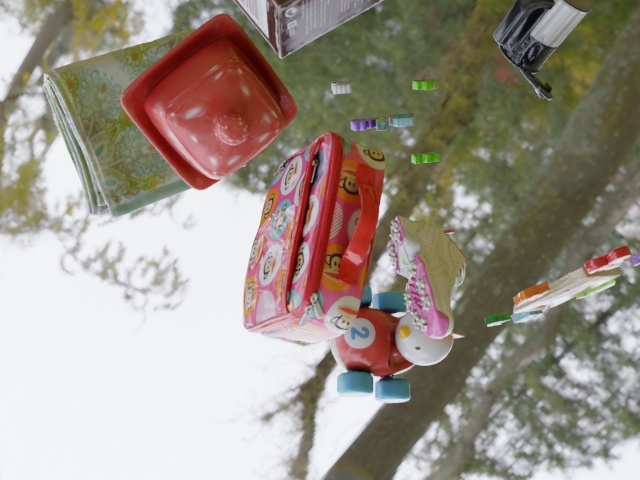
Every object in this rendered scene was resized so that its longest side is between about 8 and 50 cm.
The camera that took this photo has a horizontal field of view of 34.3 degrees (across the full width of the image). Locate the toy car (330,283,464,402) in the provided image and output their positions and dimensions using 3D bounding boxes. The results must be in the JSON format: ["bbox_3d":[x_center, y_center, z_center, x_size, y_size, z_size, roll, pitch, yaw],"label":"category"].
[{"bbox_3d":[0.163,0.187,2.014,0.210,0.238,0.219,17,-114,-42],"label":"toy car"}]

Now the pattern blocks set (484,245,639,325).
[{"bbox_3d":[0.457,0.085,1.912,0.285,0.325,0.026,5,-119,-55],"label":"pattern blocks set"}]

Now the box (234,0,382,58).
[{"bbox_3d":[0.038,-0.468,1.608,0.191,0.381,0.143,53,165,20],"label":"box"}]

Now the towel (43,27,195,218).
[{"bbox_3d":[-0.357,-0.243,2.142,0.375,0.090,0.320,-24,-80,-33],"label":"towel"}]

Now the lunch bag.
[{"bbox_3d":[0.000,0.000,1.495,0.120,0.258,0.293,19,-111,-24],"label":"lunch bag"}]

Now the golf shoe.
[{"bbox_3d":[0.215,0.059,1.896,0.140,0.115,0.306,2,-141,-12],"label":"golf shoe"}]

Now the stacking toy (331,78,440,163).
[{"bbox_3d":[0.127,-0.236,2.072,0.221,0.166,0.052,-3,-162,-1],"label":"stacking toy"}]

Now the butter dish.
[{"bbox_3d":[-0.109,-0.136,1.138,0.160,0.160,0.118,52,179,-32],"label":"butter dish"}]

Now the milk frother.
[{"bbox_3d":[0.357,-0.311,1.614,0.129,0.134,0.143,-21,-113,-47],"label":"milk frother"}]
